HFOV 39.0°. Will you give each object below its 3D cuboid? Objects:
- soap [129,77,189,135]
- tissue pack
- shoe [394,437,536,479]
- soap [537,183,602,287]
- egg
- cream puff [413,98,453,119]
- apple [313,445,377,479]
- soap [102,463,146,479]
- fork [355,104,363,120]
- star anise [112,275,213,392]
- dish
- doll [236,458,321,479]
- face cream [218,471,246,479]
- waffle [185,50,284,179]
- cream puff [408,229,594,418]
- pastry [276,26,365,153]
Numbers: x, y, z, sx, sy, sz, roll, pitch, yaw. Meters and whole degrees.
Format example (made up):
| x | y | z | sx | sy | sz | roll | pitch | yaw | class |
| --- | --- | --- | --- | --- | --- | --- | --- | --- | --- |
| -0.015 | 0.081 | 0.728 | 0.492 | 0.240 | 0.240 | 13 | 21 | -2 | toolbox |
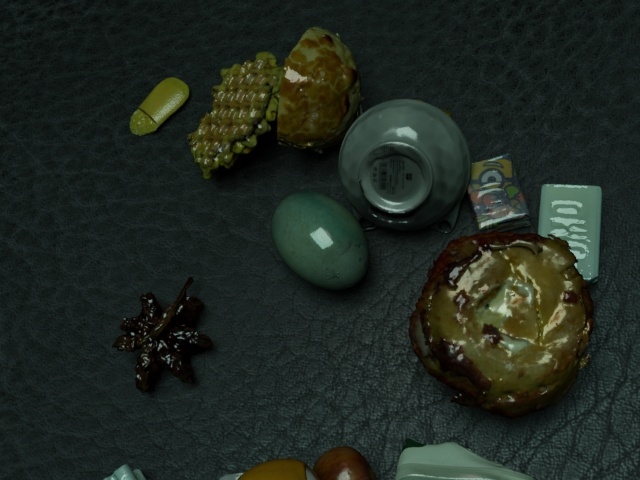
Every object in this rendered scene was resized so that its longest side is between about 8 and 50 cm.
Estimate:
| x | y | z | sx | sy | sz | roll | pitch | yaw | class |
| --- | --- | --- | --- | --- | --- | --- | --- | --- | --- |
| -0.379 | -0.311 | 2.121 | 0.089 | 0.033 | 0.168 | 34 | 80 | 26 | soap |
| 0.356 | -0.091 | 1.836 | 0.108 | 0.060 | 0.148 | -16 | 66 | 8 | tissue pack |
| 0.266 | 0.412 | 1.633 | 0.265 | 0.095 | 0.110 | 6 | 39 | 0 | shoe |
| 0.484 | -0.007 | 1.767 | 0.119 | 0.066 | 0.198 | 3 | 69 | 17 | soap |
| 0.000 | 0.000 | 1.824 | 0.169 | 0.169 | 0.236 | -46 | 64 | -7 | egg |
| 0.210 | -0.237 | 1.892 | 0.156 | 0.156 | 0.121 | -18 | 83 | 6 | cream puff |
| 0.046 | 0.441 | 1.656 | 0.102 | 0.126 | 0.126 | -29 | 64 | 2 | apple |
| -0.354 | 0.582 | 1.713 | 0.160 | 0.087 | 0.265 | -38 | 64 | -3 | soap |
| 0.076 | -0.204 | 1.975 | 0.034 | 0.028 | 0.219 | 0 | 72 | 5 | fork |
| -0.329 | 0.196 | 1.851 | 0.190 | 0.126 | 0.220 | -23 | 67 | 7 | star anise |
| 0.157 | -0.132 | 1.794 | 0.303 | 0.120 | 0.303 | 4 | 107 | 14 | dish |
| -0.063 | 0.489 | 1.579 | 0.213 | 0.236 | 0.213 | -1 | 78 | 7 | doll |
| -0.134 | 0.544 | 1.671 | 0.096 | 0.096 | 0.214 | -11 | 66 | 9 | face cream |
| -0.187 | -0.281 | 1.996 | 0.281 | 0.058 | 0.301 | -18 | 50 | 38 | waffle |
| 0.323 | 0.146 | 1.652 | 0.350 | 0.228 | 0.350 | 0 | 84 | -2 | cream puff |
| 0.006 | -0.306 | 1.901 | 0.170 | 0.237 | 0.256 | 19 | 108 | 5 | pastry |
